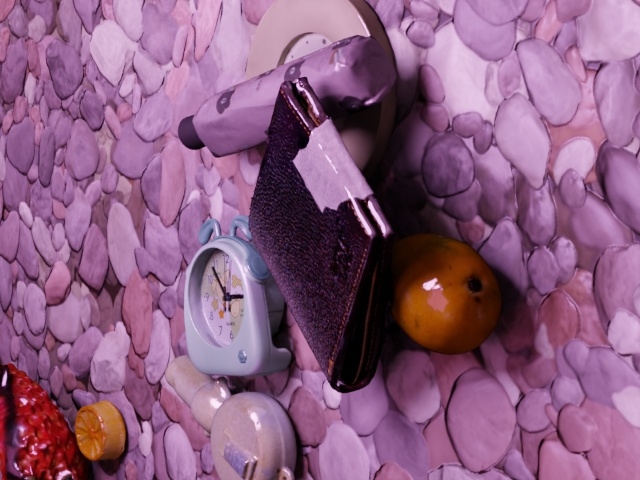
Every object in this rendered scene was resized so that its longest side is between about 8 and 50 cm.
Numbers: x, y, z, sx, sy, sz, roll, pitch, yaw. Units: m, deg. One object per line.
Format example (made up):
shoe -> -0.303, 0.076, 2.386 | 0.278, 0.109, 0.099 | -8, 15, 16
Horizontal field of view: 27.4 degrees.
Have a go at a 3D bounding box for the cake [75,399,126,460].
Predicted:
cake -> -0.303, 0.264, 1.820 | 0.084, 0.044, 0.084 | 9, 101, 50

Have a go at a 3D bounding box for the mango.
mango -> 0.106, 0.045, 1.255 | 0.163, 0.089, 0.111 | 40, 133, 49

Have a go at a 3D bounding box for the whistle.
whistle -> -0.109, 0.217, 1.558 | 0.258, 0.067, 0.126 | 39, 121, 45

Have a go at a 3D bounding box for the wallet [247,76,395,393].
wallet -> 0.000, 0.000, 1.312 | 0.262, 0.071, 0.221 | 101, 150, -50

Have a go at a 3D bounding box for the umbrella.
umbrella -> -0.048, -0.145, 1.402 | 0.337, 0.067, 0.073 | -13, 108, 51

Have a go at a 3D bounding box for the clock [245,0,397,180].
clock -> -0.002, -0.160, 1.423 | 0.235, 0.029, 0.235 | 10, 103, 50

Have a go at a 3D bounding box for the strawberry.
strawberry -> -0.406, 0.282, 1.889 | 0.306, 0.137, 0.233 | -107, 19, -45

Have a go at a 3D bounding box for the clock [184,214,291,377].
clock -> -0.099, 0.065, 1.535 | 0.148, 0.060, 0.189 | -1, 92, 52
